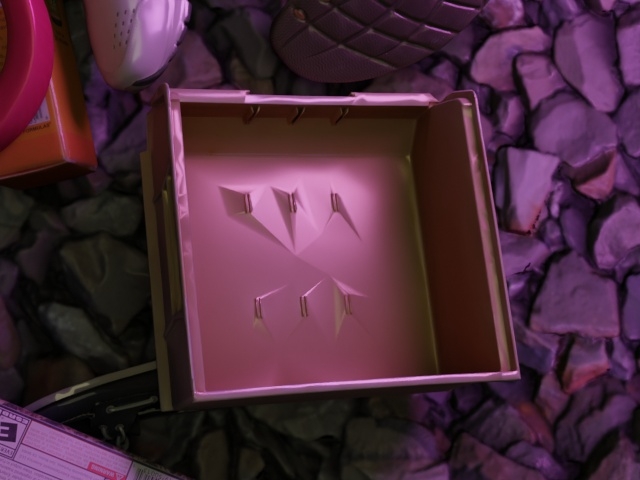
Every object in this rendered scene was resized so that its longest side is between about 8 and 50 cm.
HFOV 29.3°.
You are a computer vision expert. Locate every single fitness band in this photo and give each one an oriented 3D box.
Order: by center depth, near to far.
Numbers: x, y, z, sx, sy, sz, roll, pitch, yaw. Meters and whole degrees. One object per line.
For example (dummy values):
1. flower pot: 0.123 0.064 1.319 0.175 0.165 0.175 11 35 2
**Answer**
1. fitness band: -0.349 -0.136 0.955 0.290 0.054 0.209 -23 87 8

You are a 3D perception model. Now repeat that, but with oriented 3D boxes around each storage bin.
1. storage bin: 0.000 0.000 0.986 0.262 0.123 0.260 -2 76 -20

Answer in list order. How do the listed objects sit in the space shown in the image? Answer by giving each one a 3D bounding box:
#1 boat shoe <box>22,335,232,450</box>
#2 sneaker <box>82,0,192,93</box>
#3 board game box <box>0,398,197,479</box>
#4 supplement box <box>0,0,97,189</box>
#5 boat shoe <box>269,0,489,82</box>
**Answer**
1. boat shoe: -0.161 0.138 0.995 0.206 0.075 0.065 -19 84 -17
2. sneaker: -0.193 -0.259 0.992 0.129 0.111 0.297 0 71 -50
3. board game box: -0.240 0.281 0.867 0.232 0.141 0.291 24 52 -6
4. supplement box: -0.251 -0.164 1.003 0.080 0.078 0.233 -12 85 8
5. boat shoe: 0.099 -0.252 1.074 0.324 0.116 0.123 -31 114 4
